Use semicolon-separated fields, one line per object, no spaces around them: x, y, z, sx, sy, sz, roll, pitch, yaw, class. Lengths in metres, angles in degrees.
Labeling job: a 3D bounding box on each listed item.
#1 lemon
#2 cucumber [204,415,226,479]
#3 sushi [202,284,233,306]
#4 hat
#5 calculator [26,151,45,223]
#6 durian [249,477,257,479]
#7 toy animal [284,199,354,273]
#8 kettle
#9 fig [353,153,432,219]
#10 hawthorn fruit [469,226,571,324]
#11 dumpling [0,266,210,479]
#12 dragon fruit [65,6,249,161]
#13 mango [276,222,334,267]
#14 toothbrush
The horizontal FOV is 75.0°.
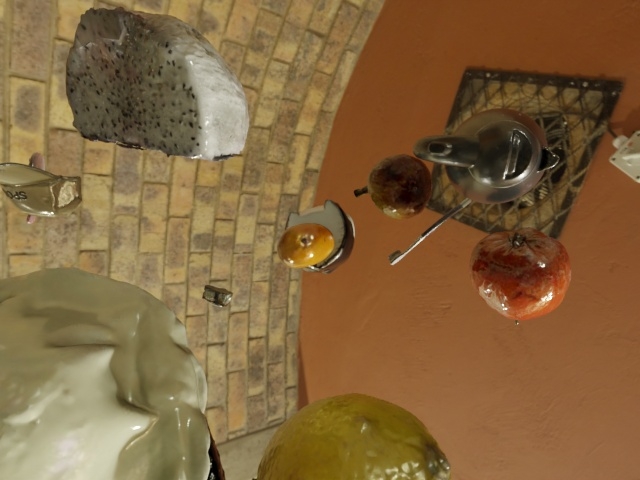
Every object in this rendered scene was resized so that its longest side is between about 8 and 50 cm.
0.068;0.456;0.764;0.387;0.349;0.350;-33;-117;24;lemon
-0.277;0.422;0.905;0.304;0.081;0.072;67;-27;14;cucumber
-0.282;0.154;1.139;0.083;0.044;0.046;18;-82;6;sushi
-0.519;-0.088;0.703;0.146;0.175;0.085;10;-89;13;hat
-0.661;-0.121;0.965;0.103;0.024;0.166;-163;-100;-67;calculator
-0.154;0.613;0.998;0.091;0.080;0.080;106;-27;-72;durian
0.000;0.000;1.422;0.250;0.310;0.251;-1;-98;8;toy animal
0.329;-0.174;0.865;0.268;0.290;0.208;9;-77;17;kettle
0.179;-0.154;1.231;0.290;0.190;0.191;2;-88;39;fig
0.515;0.110;1.077;0.241;0.241;0.272;14;-54;51;hawthorn fruit
-0.183;0.120;0.299;0.258;0.193;0.147;45;-19;14;dumpling
-0.246;-0.260;0.701;0.282;0.221;0.204;15;-68;20;dragon fruit
-0.033;0.012;1.123;0.144;0.219;0.113;-28;-97;19;mango
0.308;-0.027;1.188;0.288;0.024;0.026;-41;-119;16;toothbrush
